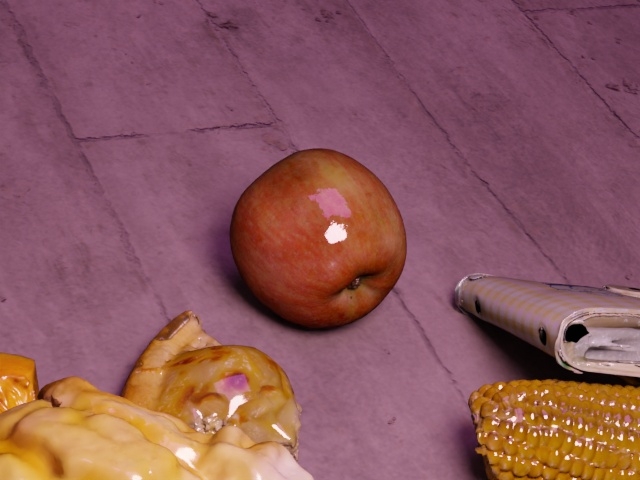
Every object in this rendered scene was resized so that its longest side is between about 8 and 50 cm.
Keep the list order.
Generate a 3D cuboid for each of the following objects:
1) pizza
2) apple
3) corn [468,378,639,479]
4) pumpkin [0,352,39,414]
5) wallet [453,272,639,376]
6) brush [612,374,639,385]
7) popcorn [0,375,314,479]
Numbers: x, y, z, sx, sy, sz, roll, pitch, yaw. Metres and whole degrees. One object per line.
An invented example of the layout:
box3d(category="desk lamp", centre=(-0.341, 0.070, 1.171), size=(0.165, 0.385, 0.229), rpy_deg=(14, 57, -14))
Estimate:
box3d(category="pizza", centre=(-0.105, 0.135, 1.759), size=(0.188, 0.081, 0.204), rpy_deg=(10, 35, -4))
box3d(category="apple", centre=(0.000, 0.000, 1.882), size=(0.188, 0.188, 0.174), rpy_deg=(-15, 49, -33))
box3d(category="corn", centre=(0.336, 0.216, 1.738), size=(0.387, 0.144, 0.144), rpy_deg=(5, 36, -4))
box3d(category="pumpkin", centre=(-0.315, 0.207, 1.542), size=(0.131, 0.126, 0.248), rpy_deg=(6, 25, -4))
box3d(category="wallet", centre=(0.297, 0.087, 1.846), size=(0.223, 0.077, 0.309), rpy_deg=(3, 7, -14))
box3d(category="brush", centre=(0.365, 0.156, 1.836), size=(0.082, 0.010, 0.218), rpy_deg=(28, 7, 35))
box3d(category="popcorn", centre=(-0.165, 0.302, 1.291), size=(0.390, 0.344, 0.354), rpy_deg=(5, 30, -21))
